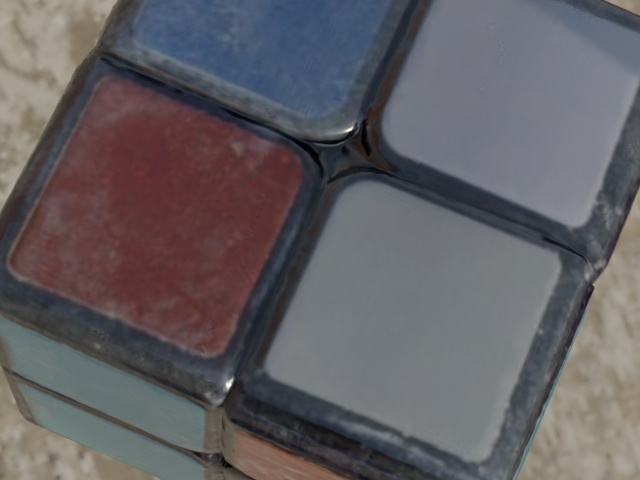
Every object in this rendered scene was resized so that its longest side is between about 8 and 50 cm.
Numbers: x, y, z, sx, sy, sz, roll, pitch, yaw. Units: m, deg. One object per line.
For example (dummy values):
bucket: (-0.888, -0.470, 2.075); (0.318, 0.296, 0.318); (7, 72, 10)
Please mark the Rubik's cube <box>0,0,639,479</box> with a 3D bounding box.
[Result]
Rubik's cube: (0.000, 0.000, 1.119); (0.316, 0.318, 0.313); (23, 72, 4)
